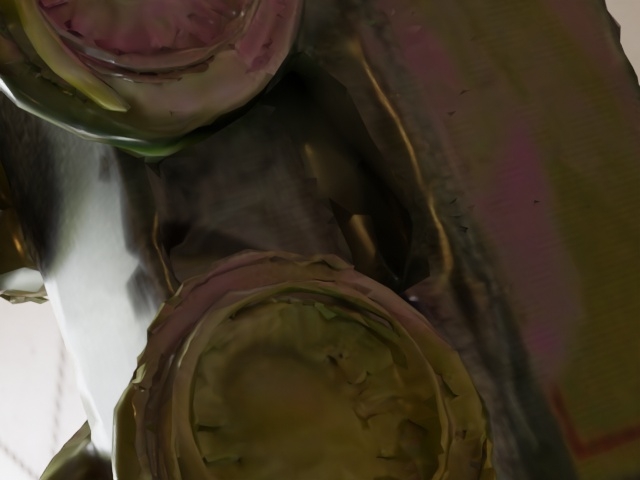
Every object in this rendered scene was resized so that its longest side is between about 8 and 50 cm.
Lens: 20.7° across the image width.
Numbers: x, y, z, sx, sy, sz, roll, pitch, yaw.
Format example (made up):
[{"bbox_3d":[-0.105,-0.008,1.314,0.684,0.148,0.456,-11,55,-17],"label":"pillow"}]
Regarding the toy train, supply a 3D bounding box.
[{"bbox_3d":[0.000,0.000,0.436,0.260,0.177,0.134,69,154,14],"label":"toy train"}]
